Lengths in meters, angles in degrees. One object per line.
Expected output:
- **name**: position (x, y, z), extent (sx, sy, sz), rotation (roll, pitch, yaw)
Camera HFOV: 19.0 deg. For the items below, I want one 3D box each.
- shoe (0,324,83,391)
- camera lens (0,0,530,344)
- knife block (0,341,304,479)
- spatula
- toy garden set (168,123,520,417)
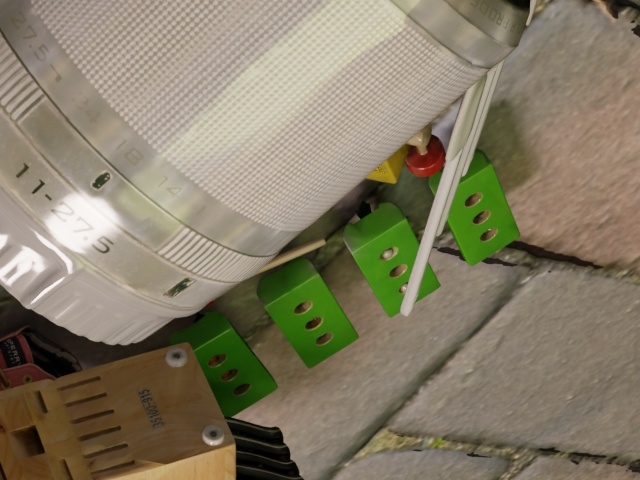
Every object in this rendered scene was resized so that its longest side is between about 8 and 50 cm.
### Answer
- **shoe**: position (-0.223, 0.084, 1.207), extent (0.081, 0.063, 0.178), rotation (-40, 151, 12)
- **camera lens**: position (-0.054, -0.109, 0.926), extent (0.274, 0.219, 0.219), rotation (-41, 146, 17)
- **knife block**: position (-0.132, 0.185, 1.240), extent (0.276, 0.088, 0.242), rotation (-15, 140, -17)
- **spatula**: position (0.094, -0.076, 1.097), extent (0.019, 0.168, 0.242), rotation (19, 141, 5)
- **toy garden set**: position (0.000, 0.000, 1.270), extent (0.244, 0.049, 0.204), rotation (-32, 149, 0)
